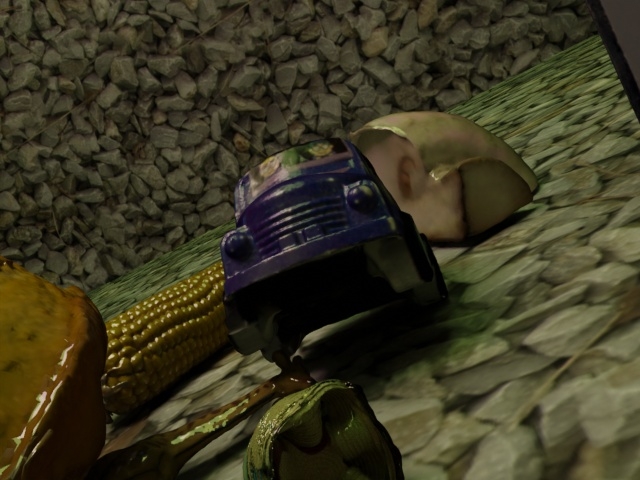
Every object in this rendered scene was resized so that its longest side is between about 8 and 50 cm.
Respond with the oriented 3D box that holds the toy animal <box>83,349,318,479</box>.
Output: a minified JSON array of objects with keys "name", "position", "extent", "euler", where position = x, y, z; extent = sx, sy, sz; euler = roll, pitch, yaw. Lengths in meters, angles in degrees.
[{"name":"toy animal","position":[-0.118,0.169,0.542],"extent":[0.149,0.054,0.275],"euler":[-15,15,45]}]

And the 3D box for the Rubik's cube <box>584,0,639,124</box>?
[{"name":"Rubik's cube","position":[0.391,-0.232,0.646],"extent":[0.255,0.259,0.260],"euler":[-23,14,36]}]

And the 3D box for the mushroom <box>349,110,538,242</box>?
[{"name":"mushroom","position":[0.150,-0.099,0.884],"extent":[0.173,0.162,0.236],"euler":[-33,12,-20]}]

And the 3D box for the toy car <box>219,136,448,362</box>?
[{"name":"toy car","position":[0.000,0.000,0.643],"extent":[0.172,0.158,0.235],"euler":[-22,-16,6]}]

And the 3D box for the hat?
[{"name":"hat","position":[-0.004,0.118,0.399],"extent":[0.059,0.077,0.076],"euler":[-18,14,48]}]

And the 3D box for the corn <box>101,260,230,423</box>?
[{"name":"corn","position":[-0.155,0.094,0.891],"extent":[0.305,0.106,0.106],"euler":[-34,11,-39]}]

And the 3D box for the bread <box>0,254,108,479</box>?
[{"name":"bread","position":[-0.290,0.149,0.463],"extent":[0.336,0.204,0.358],"euler":[-58,23,-8]}]
